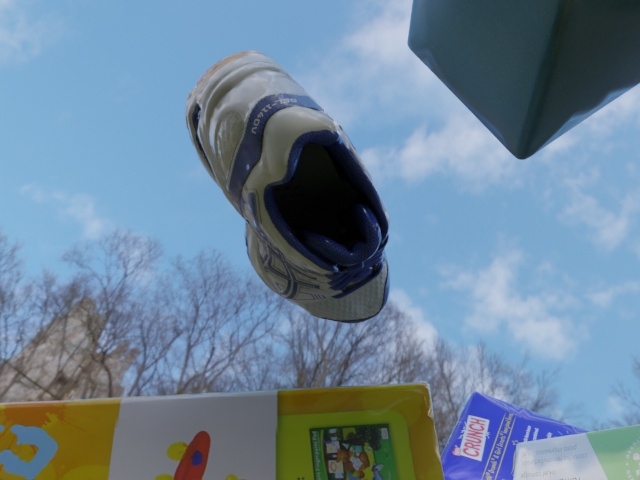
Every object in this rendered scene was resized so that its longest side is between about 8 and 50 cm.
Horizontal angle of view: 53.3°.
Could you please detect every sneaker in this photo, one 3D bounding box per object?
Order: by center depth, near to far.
[{"bbox_3d":[0.000,0.000,0.498,0.112,0.131,0.296,-40,-43,-6],"label":"sneaker"}]

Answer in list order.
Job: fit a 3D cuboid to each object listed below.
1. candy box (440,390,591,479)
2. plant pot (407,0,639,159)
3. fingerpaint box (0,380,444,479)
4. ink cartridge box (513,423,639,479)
[{"bbox_3d":[0.324,0.365,0.885,0.317,0.268,0.122,18,-68,21],"label":"candy box"},{"bbox_3d":[0.177,-0.217,0.476,0.165,0.234,0.165,-34,-114,-7],"label":"plant pot"},{"bbox_3d":[-0.080,0.347,0.455,0.371,0.445,0.163,-1,-29,-12],"label":"fingerpaint box"},{"bbox_3d":[0.255,0.343,0.512,0.119,0.353,0.207,27,-34,-18],"label":"ink cartridge box"}]
